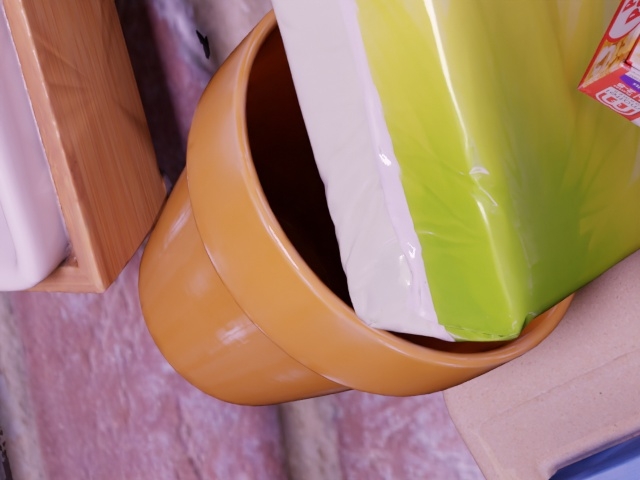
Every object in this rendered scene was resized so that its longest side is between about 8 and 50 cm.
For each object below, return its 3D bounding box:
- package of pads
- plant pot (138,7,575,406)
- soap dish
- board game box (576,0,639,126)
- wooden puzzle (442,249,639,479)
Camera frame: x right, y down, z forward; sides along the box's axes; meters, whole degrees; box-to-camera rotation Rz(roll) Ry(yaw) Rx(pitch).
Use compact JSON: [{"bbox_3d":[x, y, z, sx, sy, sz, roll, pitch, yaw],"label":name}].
[{"bbox_3d":[0.082,-0.130,0.612,0.101,0.229,0.296,-4,105,44],"label":"package of pads"},{"bbox_3d":[0.000,0.000,0.736,0.205,0.205,0.188,54,138,1],"label":"plant pot"},{"bbox_3d":[-0.214,-0.116,0.816,0.229,0.118,0.291,0,109,45],"label":"soap dish"},{"bbox_3d":[0.212,-0.109,0.562,0.147,0.045,0.193,31,77,-8],"label":"board game box"},{"bbox_3d":[0.247,0.152,0.684,0.322,0.080,0.348,-31,82,34],"label":"wooden puzzle"}]
